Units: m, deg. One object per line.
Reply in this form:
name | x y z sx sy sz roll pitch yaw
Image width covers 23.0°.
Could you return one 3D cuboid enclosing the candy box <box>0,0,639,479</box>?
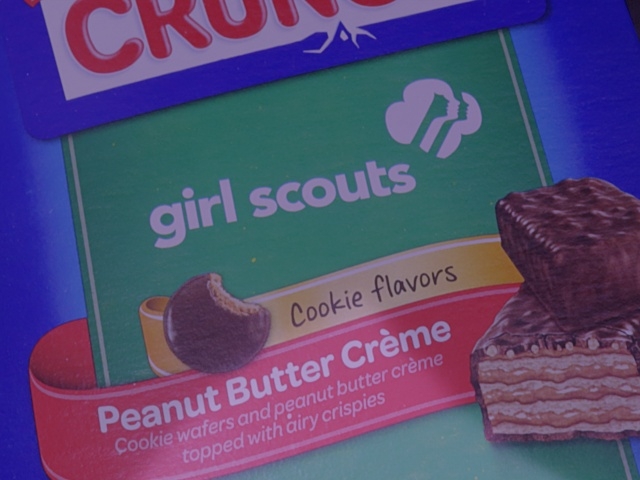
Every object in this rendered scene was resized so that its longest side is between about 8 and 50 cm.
candy box | 0.000 0.000 0.606 0.268 0.122 0.317 -11 65 -5
